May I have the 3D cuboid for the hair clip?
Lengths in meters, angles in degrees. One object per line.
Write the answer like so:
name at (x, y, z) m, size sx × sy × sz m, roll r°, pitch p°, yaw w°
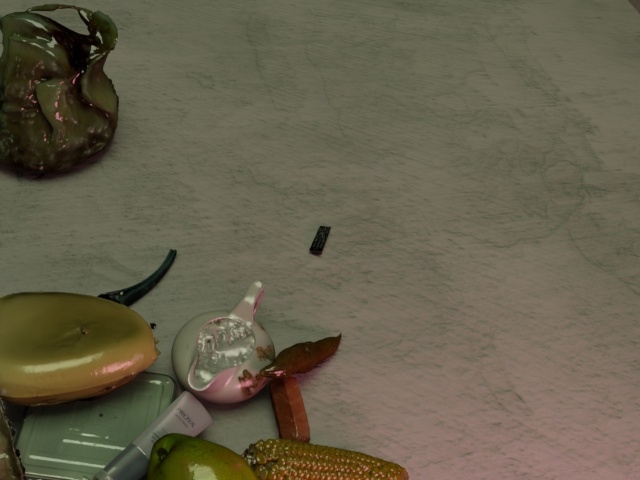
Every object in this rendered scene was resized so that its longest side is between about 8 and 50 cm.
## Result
hair clip at (-0.373, 0.088, 2.039) m, size 0.070 × 0.039 × 0.229 m, roll 33°, pitch 43°, yaw 17°

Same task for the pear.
pear at (-0.203, 0.423, 1.630) m, size 0.187 × 0.187 × 0.219 m, roll -36°, pitch 92°, yaw -37°

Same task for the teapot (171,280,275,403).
teapot at (-0.186, 0.212, 1.886) m, size 0.204 × 0.139 × 0.298 m, roll 17°, pitch 45°, yaw 6°

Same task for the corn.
corn at (0.004, 0.427, 1.737) m, size 0.322 × 0.119 × 0.119 m, roll 8°, pitch 45°, yaw -7°

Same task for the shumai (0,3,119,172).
shumai at (-0.644, -0.382, 2.212) m, size 0.395 × 0.348 × 0.395 m, roll 5°, pitch 49°, yaw -5°

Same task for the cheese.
cheese at (-0.456, 0.196, 1.777) m, size 0.316 × 0.128 × 0.259 m, roll 4°, pitch 43°, yaw -15°

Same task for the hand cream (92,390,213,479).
hand cream at (-0.296, 0.365, 1.707) m, size 0.079 × 0.048 × 0.255 m, roll 48°, pitch 50°, yaw 4°

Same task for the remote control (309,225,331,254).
remote control at (0.000, 0.000, 2.222) m, size 0.034 × 0.016 × 0.091 m, roll 7°, pitch 43°, yaw 15°

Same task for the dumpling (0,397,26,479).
dumpling at (-0.612, 0.325, 1.650) m, size 0.332 × 0.166 × 0.086 m, roll 40°, pitch 32°, yaw 23°

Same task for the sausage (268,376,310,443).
sausage at (-0.058, 0.343, 1.840) m, size 0.065 × 0.065 × 0.169 m, roll -3°, pitch 48°, yaw -16°

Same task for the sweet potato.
sweet potato at (-0.033, 0.232, 1.918) m, size 0.067 × 0.067 × 0.274 m, roll 36°, pitch 25°, yaw 21°

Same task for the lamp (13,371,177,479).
lamp at (-0.413, 0.344, 1.764) m, size 0.267 × 0.047 × 0.269 m, roll 10°, pitch 44°, yaw -7°
